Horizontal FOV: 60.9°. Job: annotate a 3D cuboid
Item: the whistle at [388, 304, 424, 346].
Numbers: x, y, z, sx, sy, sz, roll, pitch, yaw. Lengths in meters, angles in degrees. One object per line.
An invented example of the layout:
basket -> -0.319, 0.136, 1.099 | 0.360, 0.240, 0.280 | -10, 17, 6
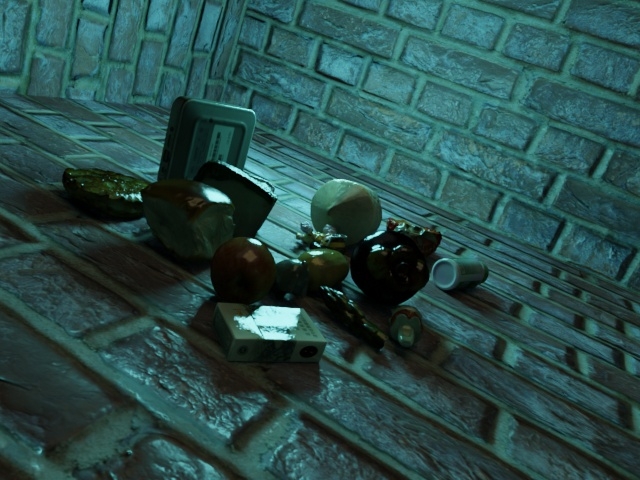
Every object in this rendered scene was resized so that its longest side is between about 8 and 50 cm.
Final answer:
whistle -> 0.264, 0.261, 1.681 | 0.101, 0.106, 0.253 | -19, 12, 16

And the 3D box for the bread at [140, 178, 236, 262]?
bread -> -0.427, -0.078, 1.736 | 0.279, 0.225, 0.250 | 21, 17, 17

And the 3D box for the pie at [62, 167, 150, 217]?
pie -> -0.726, -0.171, 1.887 | 0.288, 0.103, 0.354 | 26, 16, 20

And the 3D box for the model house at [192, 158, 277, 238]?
model house -> -0.329, -0.167, 2.072 | 0.298, 0.243, 0.284 | 30, 14, -4

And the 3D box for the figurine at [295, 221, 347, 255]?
figurine -> 0.001, 0.001, 2.112 | 0.174, 0.116, 0.240 | 5, 18, -42

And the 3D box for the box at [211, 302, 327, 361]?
box -> -0.132, 0.236, 1.395 | 0.256, 0.069, 0.164 | 8, 22, -31

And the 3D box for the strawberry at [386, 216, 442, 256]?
strawberry -> 0.426, -0.005, 2.536 | 0.265, 0.149, 0.336 | 16, 8, 9

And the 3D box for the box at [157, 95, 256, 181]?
box -> -0.471, -0.384, 2.279 | 0.111, 0.396, 0.396 | 29, 21, 35

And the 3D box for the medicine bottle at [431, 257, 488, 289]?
medicine bottle -> 0.598, 0.138, 2.297 | 0.274, 0.133, 0.133 | 0, 27, -43

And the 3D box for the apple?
apple -> -0.219, 0.089, 1.540 | 0.188, 0.188, 0.174 | 16, 23, -10

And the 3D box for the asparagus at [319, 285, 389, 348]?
asparagus -> 0.093, 0.228, 1.636 | 0.287, 0.080, 0.080 | 40, 26, 27

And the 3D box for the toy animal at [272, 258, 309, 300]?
toy animal -> -0.133, 0.108, 1.690 | 0.236, 0.138, 0.108 | 16, -10, 46

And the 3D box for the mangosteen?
mangosteen -> 0.234, 0.097, 1.857 | 0.287, 0.233, 0.287 | 42, 16, -16

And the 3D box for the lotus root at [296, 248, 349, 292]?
lotus root -> 0.006, 0.096, 1.824 | 0.146, 0.131, 0.303 | 28, 20, 26

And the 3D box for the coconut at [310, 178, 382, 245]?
coconut -> 0.102, -0.123, 2.317 | 0.329, 0.329, 0.329 | 18, 19, -6
